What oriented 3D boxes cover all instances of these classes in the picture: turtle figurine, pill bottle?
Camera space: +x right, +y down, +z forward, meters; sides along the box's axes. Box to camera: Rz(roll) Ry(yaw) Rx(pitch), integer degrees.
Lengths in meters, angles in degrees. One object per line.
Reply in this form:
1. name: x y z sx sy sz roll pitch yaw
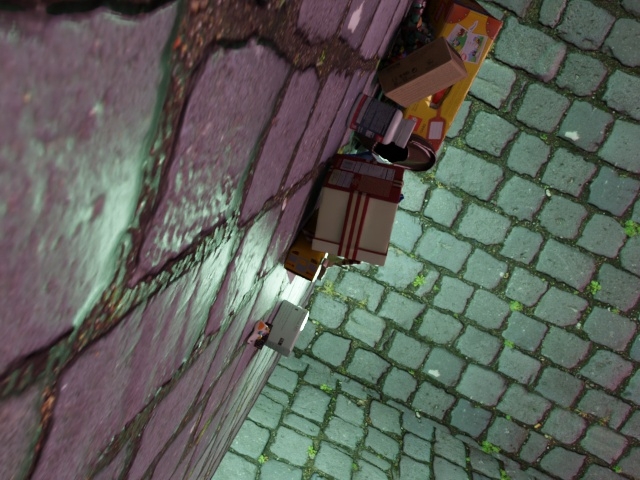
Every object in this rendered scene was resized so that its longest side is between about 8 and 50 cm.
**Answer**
1. turtle figurine: 0.313 -0.675 1.741 0.175 0.118 0.234 -88 178 -48
2. pill bottle: 0.175 -0.338 1.574 0.108 0.180 0.108 -64 175 -9

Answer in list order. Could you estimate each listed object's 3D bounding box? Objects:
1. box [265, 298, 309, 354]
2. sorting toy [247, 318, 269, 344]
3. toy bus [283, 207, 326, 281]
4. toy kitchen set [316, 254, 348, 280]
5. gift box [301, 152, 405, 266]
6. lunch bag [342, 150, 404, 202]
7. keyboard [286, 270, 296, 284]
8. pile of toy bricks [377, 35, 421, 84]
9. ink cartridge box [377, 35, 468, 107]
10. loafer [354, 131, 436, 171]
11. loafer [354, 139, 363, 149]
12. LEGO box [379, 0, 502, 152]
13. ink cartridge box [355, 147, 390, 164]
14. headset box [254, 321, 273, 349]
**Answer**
1. box: -0.141 0.362 2.254 0.182 0.119 0.181 106 10 -68
2. sorting toy: -0.199 0.290 1.701 0.075 0.045 0.083 -43 170 -16
3. toy bus: -0.010 -0.001 1.793 0.333 0.108 0.130 -58 171 -53
4. toy kitchen set: 0.039 0.084 1.657 0.068 0.075 0.083 100 16 -66
5. gift box: 0.096 -0.092 1.654 0.255 0.276 0.258 -62 164 -52
6. lunch bag: 0.123 -0.129 1.932 0.138 0.221 0.293 -12 149 -36
7. keyboard: -0.062 0.045 1.893 0.256 0.014 0.072 -60 153 -47
8. pile of toy bricks: 0.283 -0.601 1.884 0.212 0.105 0.118 -62 175 -34
9. ink cartridge box: 0.327 -0.529 1.751 0.234 0.088 0.193 -22 170 27
10. loafer: 0.274 -0.306 1.926 0.134 0.365 0.130 -51 -139 32
11. loafer: 0.166 -0.398 2.095 0.125 0.045 0.039 -63 170 26
12. LEGO box: 0.419 -0.639 2.035 0.373 0.193 0.500 -94 -158 -54
13. ink cartridge box: 0.227 -0.359 2.176 0.198 0.114 0.273 -54 -171 33
14. headset box: -0.202 0.339 1.940 0.083 0.032 0.062 -66 175 32
